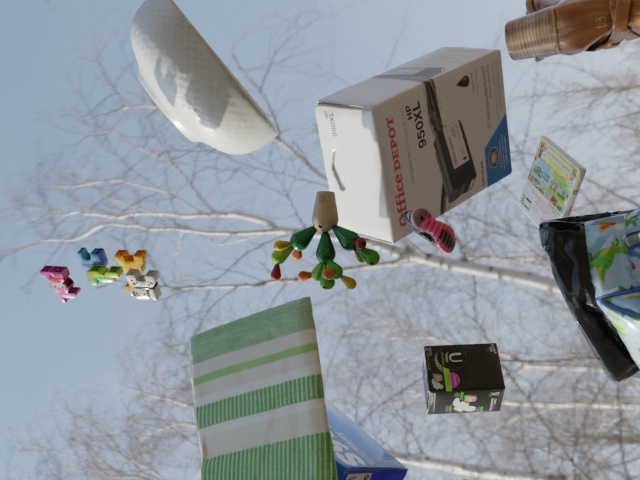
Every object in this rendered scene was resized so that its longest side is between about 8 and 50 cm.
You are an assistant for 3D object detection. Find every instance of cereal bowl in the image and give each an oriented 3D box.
[{"bbox_3d":[-0.233,-0.287,1.426,0.141,0.339,0.339,-39,-68,2],"label":"cereal bowl"}]

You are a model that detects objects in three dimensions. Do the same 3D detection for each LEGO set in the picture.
[{"bbox_3d":[-0.363,0.072,1.369,0.087,0.227,0.093,-63,-31,-51],"label":"LEGO set"}]

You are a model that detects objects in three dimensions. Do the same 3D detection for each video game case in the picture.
[{"bbox_3d":[0.596,-0.136,2.011,0.026,0.227,0.206,6,-63,-14],"label":"video game case"}]

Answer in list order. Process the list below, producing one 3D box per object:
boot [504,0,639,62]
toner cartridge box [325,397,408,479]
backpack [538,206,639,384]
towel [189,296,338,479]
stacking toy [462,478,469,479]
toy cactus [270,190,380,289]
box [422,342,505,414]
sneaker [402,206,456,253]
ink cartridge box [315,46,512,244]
[{"bbox_3d":[0.418,-0.344,1.173,0.283,0.220,0.109,-30,-69,-58],"label":"boot"},{"bbox_3d":[-0.018,0.350,1.416,0.165,0.348,0.075,17,-79,-44],"label":"toner cartridge box"},{"bbox_3d":[0.491,0.058,0.931,0.290,0.355,0.273,50,-156,-40],"label":"backpack"},{"bbox_3d":[-0.091,0.274,1.173,0.038,0.247,0.325,22,-126,-55],"label":"towel"},{"bbox_3d":[0.320,0.510,1.271,0.052,0.167,0.221,-33,-80,-16],"label":"stacking toy"},{"bbox_3d":[0.000,0.000,1.418,0.112,0.219,0.181,5,-96,-54],"label":"toy cactus"},{"bbox_3d":[0.159,0.155,0.869,0.052,0.083,0.062,86,-177,-49],"label":"box"},{"bbox_3d":[0.194,-0.018,1.392,0.119,0.057,0.047,40,-111,-25],"label":"sneaker"},{"bbox_3d":[0.204,-0.205,1.595,0.395,0.166,0.286,-29,-60,-33],"label":"ink cartridge box"}]
